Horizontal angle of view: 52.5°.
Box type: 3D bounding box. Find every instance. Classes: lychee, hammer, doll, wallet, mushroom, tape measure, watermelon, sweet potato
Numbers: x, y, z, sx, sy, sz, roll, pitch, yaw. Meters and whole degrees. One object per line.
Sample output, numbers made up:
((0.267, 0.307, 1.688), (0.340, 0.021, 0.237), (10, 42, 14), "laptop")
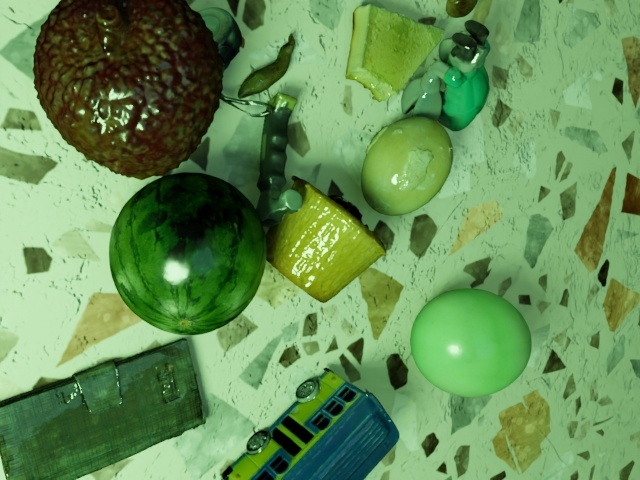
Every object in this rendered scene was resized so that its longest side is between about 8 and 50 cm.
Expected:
((-0.260, -0.220, 0.899), (0.260, 0.260, 0.261), (-6, 101, -31), "lychee")
((-0.080, -0.135, 1.099), (0.041, 0.159, 0.226), (15, 71, -34), "hammer")
((0.261, -0.325, 1.243), (0.195, 0.153, 0.258), (-33, 156, -37), "doll")
((-0.344, 0.281, 1.038), (0.317, 0.044, 0.169), (-17, 105, -30), "wallet")
((0.265, -0.492, 1.278), (0.129, 0.073, 0.088), (18, 118, -30), "mushroom")
((-0.148, -0.285, 1.056), (0.180, 0.104, 0.107), (43, 63, -46), "tape measure")
((-0.197, 0.019, 0.973), (0.242, 0.242, 0.242), (-6, 101, -31), "watermelon")
((-0.086, -0.289, 1.111), (0.153, 0.038, 0.041), (-50, 142, -17), "sweet potato")

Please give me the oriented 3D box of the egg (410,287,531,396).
((0.311, 0.209, 1.330), (0.269, 0.220, 0.220), (11, 92, -31), "egg")

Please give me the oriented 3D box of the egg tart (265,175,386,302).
((0.000, 0.000, 1.122), (0.215, 0.215, 0.171), (41, 87, -30), "egg tart")

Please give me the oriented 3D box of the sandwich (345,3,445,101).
((0.141, -0.344, 1.234), (0.193, 0.058, 0.162), (3, 98, -34), "sandwich")

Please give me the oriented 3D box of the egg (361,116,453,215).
((0.159, -0.140, 1.219), (0.164, 0.164, 0.201), (35, 89, -31), "egg")

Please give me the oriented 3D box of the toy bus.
((-0.018, 0.391, 1.182), (0.287, 0.175, 0.138), (-43, 118, -19), "toy bus")
